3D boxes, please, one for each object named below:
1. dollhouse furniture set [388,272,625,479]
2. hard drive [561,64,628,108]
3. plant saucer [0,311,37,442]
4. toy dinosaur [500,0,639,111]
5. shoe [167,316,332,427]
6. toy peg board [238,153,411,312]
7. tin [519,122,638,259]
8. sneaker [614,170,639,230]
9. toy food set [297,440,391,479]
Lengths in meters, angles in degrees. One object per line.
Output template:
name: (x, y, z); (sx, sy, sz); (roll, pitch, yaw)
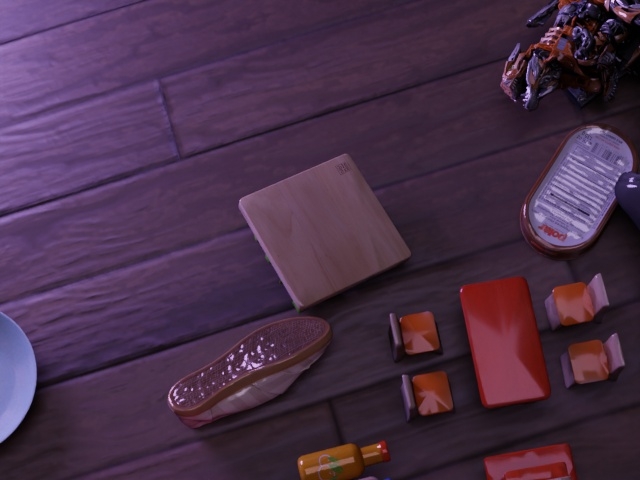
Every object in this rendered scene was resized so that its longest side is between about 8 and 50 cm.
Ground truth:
dollhouse furniture set: (0.226, 0.170, 1.428); (0.261, 0.135, 0.259); (-11, 72, 1)
hard drive: (0.363, -0.246, 1.611); (0.135, 0.022, 0.094); (-37, 73, -7)
plant saucer: (-0.444, 0.178, 1.529); (0.194, 0.037, 0.195); (-1, 73, 5)
toy dinosaur: (0.385, -0.264, 1.533); (0.322, 0.164, 0.218); (-47, 57, 12)
shoe: (-0.082, 0.162, 1.502); (0.219, 0.058, 0.076); (-27, 41, -9)
toy peg board: (0.000, 0.000, 1.543); (0.160, 0.079, 0.161); (-25, 72, -20)
tin: (0.327, -0.064, 1.549); (0.106, 0.040, 0.190); (30, 77, 17)
sneaker: (0.443, 0.066, 1.448); (0.146, 0.122, 0.330); (-42, 79, 4)
toy food set: (0.054, 0.352, 1.394); (0.104, 0.111, 0.232); (-15, 69, 0)
